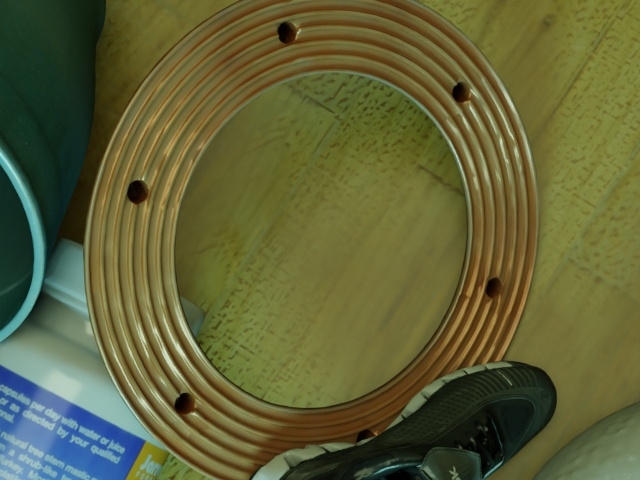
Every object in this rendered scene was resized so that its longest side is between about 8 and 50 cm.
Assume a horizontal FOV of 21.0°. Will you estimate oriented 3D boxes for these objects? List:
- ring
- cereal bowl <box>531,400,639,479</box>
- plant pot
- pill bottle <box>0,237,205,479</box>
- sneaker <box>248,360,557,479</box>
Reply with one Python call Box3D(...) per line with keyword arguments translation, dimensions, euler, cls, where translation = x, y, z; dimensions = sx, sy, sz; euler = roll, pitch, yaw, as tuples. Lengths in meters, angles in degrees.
Box3D(translation=(0.000, 0.000, 1.116), dimensions=(0.337, 0.032, 0.336), euler=(-5, 100, -29), cls="ring")
Box3D(translation=(0.272, 0.255, 1.051), dimensions=(0.339, 0.141, 0.338), euler=(0, 87, -6), cls="cereal bowl")
Box3D(translation=(-0.261, -0.105, 1.108), dimensions=(0.272, 0.271, 0.255), euler=(14, 45, 6), cls="plant pot")
Box3D(translation=(-0.184, 0.143, 1.129), dimensions=(0.152, 0.152, 0.272), euler=(27, 83, 8), cls="pill bottle")
Box3D(translation=(0.072, 0.147, 1.103), dimensions=(0.234, 0.106, 0.078), euler=(-21, 110, -26), cls="sneaker")
